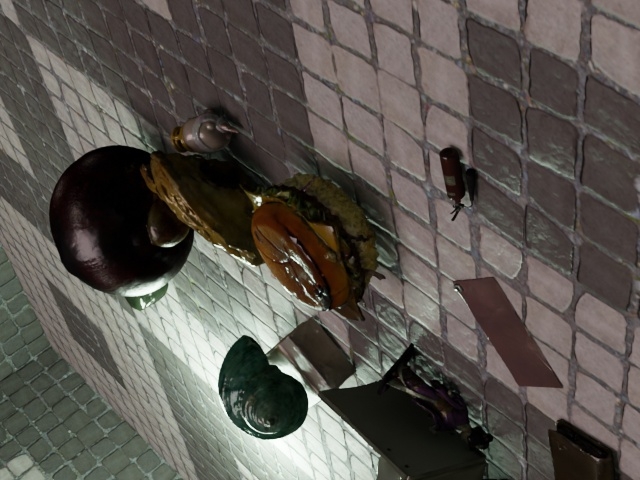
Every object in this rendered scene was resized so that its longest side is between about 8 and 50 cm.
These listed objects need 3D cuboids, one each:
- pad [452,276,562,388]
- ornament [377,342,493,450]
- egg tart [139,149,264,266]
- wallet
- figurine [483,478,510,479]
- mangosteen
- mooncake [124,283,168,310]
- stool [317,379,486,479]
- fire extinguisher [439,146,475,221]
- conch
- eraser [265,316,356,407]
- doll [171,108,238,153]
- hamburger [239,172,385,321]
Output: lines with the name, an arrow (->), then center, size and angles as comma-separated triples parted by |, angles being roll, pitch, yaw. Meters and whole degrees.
pad -> 0.260, 0.132, 1.656 | 0.188, 0.006, 0.113 | 57, 157, -10
ornament -> 0.185, 0.272, 1.905 | 0.203, 0.081, 0.088 | 45, 159, 15
egg tart -> -0.173, -0.068, 2.047 | 0.297, 0.132, 0.297 | 44, 179, 1
wallet -> 0.383, 0.349, 1.703 | 0.110, 0.031, 0.198 | 32, 149, 43
figurine -> 0.268, 0.457, 2.005 | 0.196, 0.114, 0.108 | -47, 57, 56
mangosteen -> -0.373, -0.036, 2.275 | 0.293, 0.297, 0.297 | 18, 139, 58
mooncake -> -0.434, 0.078, 2.786 | 0.175, 0.104, 0.168 | 28, 150, 50
stool -> 0.112, 0.410, 1.983 | 0.270, 0.170, 0.243 | 38, 125, 46
fire extinguisher -> 0.180, -0.072, 1.498 | 0.046, 0.032, 0.100 | -1, 131, 20
conch -> -0.113, 0.295, 2.242 | 0.202, 0.134, 0.196 | 16, 139, 55
eraser -> -0.041, 0.257, 2.324 | 0.144, 0.078, 0.343 | 50, 157, 3
doll -> -0.188, -0.188, 1.978 | 0.127, 0.084, 0.073 | -10, 143, 36
hamburger -> 0.000, 0.000, 1.790 | 0.262, 0.139, 0.243 | 34, 153, 38
